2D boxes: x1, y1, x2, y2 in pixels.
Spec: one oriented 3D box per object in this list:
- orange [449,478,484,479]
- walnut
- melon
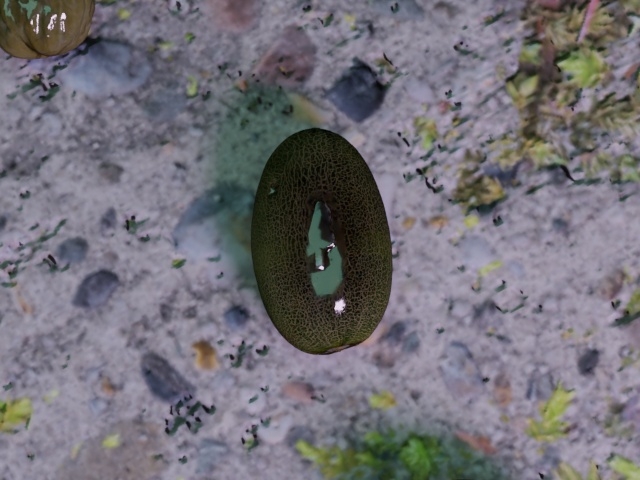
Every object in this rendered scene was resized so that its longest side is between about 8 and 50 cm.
[{"bbox_3d":[0.105,0.234,1.279,0.156,0.134,0.156,0,66,-1],"label":"orange"},{"bbox_3d":[-0.208,-0.176,1.409,0.092,0.092,0.092,-1,78,3],"label":"walnut"},{"bbox_3d":[0.000,0.000,1.350,0.099,0.099,0.162,-7,79,2],"label":"melon"}]
